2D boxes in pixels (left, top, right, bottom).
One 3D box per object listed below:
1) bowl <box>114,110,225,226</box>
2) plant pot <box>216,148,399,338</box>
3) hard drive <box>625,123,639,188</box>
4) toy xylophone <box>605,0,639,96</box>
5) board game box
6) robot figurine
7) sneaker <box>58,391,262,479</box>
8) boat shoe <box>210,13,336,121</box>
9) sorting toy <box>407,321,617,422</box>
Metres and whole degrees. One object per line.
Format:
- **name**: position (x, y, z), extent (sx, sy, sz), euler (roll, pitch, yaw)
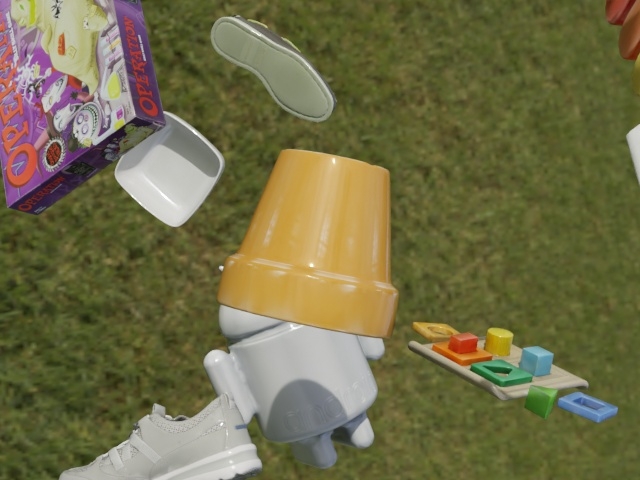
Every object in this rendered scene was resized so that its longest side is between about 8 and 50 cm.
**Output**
- **bowl**: position (-0.217, -0.108, 1.786), extent (0.142, 0.142, 0.053), euler (40, 17, 8)
- **plant pot**: position (0.000, 0.000, 1.366), extent (0.205, 0.205, 0.188), euler (14, 88, -56)
- **hard drive**: position (0.581, -0.078, 1.750), extent (0.047, 0.233, 0.353), euler (24, 45, -31)
- **toy xylophone**: position (0.292, -0.183, 0.854), extent (0.236, 0.081, 0.322), euler (109, -14, -46)
- **board game box**: position (-0.278, -0.226, 1.282), extent (0.056, 0.208, 0.347), euler (12, 55, -46)
- **robot figurine**: position (-0.036, 0.179, 1.891), extent (0.300, 0.200, 0.353), euler (-26, 97, -27)
- **sneaker**: position (-0.202, 0.262, 1.474), extent (0.105, 0.281, 0.115), euler (22, 54, -65)
- **boat shoe**: position (-0.058, -0.259, 1.775), extent (0.228, 0.081, 0.069), euler (40, 28, 14)
- **sorting toy**: position (0.246, 0.160, 1.648), extent (0.196, 0.348, 0.047), euler (2, 106, -40)
